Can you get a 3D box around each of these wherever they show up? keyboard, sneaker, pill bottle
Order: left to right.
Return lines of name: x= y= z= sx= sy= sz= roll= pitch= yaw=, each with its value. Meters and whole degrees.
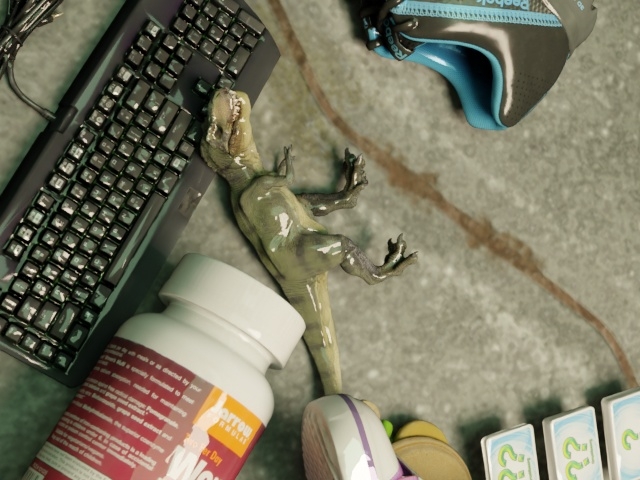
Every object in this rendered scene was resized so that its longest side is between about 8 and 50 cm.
keyboard: x=-0.170 y=-0.077 z=0.704 sx=0.201 sy=0.033 sz=0.317 roll=33 pitch=72 yaw=-18
pill bottle: x=-0.106 y=0.126 z=0.662 sx=0.121 sy=0.121 sz=0.221 roll=36 pitch=72 yaw=-17
sneaker: x=0.067 y=-0.226 z=0.775 sx=0.341 sy=0.125 sz=0.139 roll=36 pitch=76 yaw=-15
sneaker: x=0.089 y=0.202 z=0.704 sx=0.161 sy=0.102 sz=0.282 roll=-25 pitch=117 yaw=-12

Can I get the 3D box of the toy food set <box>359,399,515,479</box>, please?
toy food set: x=0.069 y=0.210 z=0.784 sx=0.192 sy=0.038 sz=0.132 roll=32 pitch=79 yaw=-27

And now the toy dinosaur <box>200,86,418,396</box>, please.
toy dinosaur: x=0.000 y=0.000 z=0.760 sx=0.118 sy=0.064 sz=0.268 roll=-26 pitch=99 yaw=-19

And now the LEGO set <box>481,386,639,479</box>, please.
LEGO set: x=0.231 y=0.262 z=0.826 sx=0.182 sy=0.060 sz=0.244 roll=-10 pitch=96 yaw=-28
